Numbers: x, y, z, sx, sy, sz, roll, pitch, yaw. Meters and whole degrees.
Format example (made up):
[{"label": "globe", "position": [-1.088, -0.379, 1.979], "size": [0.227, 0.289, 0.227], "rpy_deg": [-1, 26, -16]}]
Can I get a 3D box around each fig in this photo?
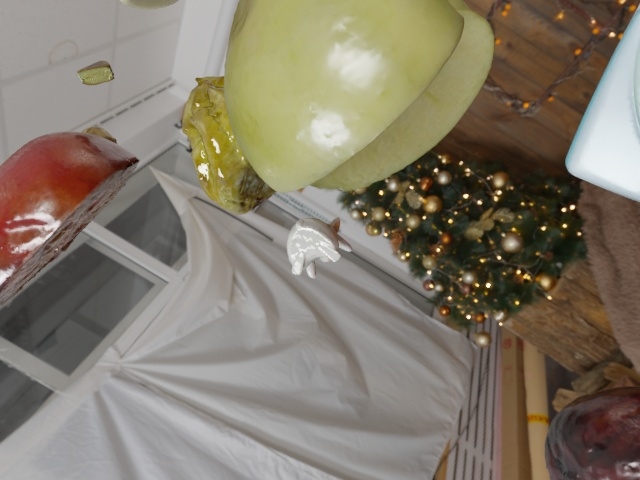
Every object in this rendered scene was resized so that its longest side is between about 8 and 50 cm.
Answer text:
[{"label": "fig", "position": [0.442, 0.308, 0.566], "size": [0.263, 0.224, 0.224], "rpy_deg": [-41, 5, 9]}]

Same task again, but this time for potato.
[{"label": "potato", "position": [-0.785, -0.324, 1.479], "size": [0.137, 0.176, 0.137], "rpy_deg": [-46, 2, 2]}]

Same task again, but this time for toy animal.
[{"label": "toy animal", "position": [0.004, 0.012, 1.120], "size": [0.140, 0.138, 0.282], "rpy_deg": [-30, -10, 13]}]

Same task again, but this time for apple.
[{"label": "apple", "position": [0.025, -0.191, 0.458], "size": [0.258, 0.233, 0.295], "rpy_deg": [-34, -6, 37]}]

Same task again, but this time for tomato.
[{"label": "tomato", "position": [-0.467, -0.058, 0.692], "size": [0.338, 0.143, 0.338], "rpy_deg": [-42, 21, 20]}]

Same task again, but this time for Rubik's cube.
[{"label": "Rubik's cube", "position": [0.715, -0.262, 0.774], "size": [0.352, 0.347, 0.351], "rpy_deg": [-38, -35, -40]}]

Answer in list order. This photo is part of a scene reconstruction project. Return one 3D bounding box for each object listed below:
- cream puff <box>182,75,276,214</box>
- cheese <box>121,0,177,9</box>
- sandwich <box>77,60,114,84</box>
[{"label": "cream puff", "position": [-0.209, -0.246, 1.031], "size": [0.291, 0.257, 0.324], "rpy_deg": [-50, -13, 0]}, {"label": "cheese", "position": [-0.334, -0.567, 0.923], "size": [0.227, 0.064, 0.137], "rpy_deg": [-28, 12, -39]}, {"label": "sandwich", "position": [-0.404, -0.311, 0.773], "size": [0.083, 0.044, 0.031], "rpy_deg": [-72, -16, -48]}]
